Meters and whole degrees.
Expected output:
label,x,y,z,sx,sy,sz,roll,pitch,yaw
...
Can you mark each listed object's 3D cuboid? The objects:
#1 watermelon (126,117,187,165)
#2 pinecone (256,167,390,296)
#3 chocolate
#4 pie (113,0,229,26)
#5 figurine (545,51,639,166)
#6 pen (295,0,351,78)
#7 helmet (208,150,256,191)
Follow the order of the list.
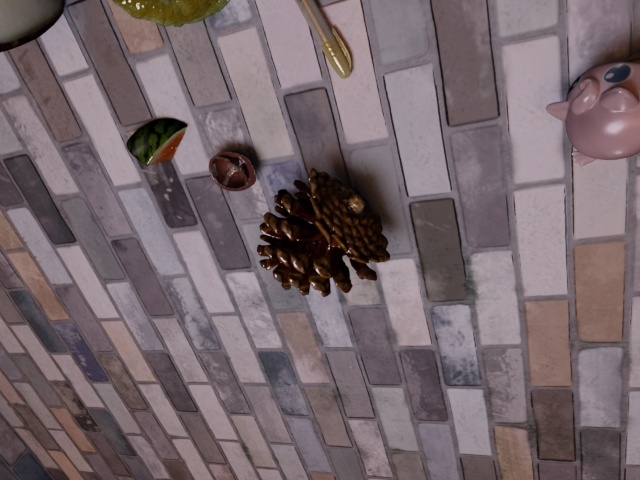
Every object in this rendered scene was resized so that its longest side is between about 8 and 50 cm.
label,x,y,z,sx,sy,sz,roll,pitch,yaw
watermelon,-0.357,-0.213,1.041,0.135,0.125,0.094,24,163,36
pinecone,-0.006,-0.008,0.945,0.264,0.264,0.264,8,123,13
chocolate,-0.602,-0.451,0.870,0.284,0.283,0.186,-11,138,23
pie,-0.243,-0.469,0.750,0.277,0.078,0.277,-15,140,-13
figurine,0.505,-0.196,0.734,0.288,0.176,0.186,16,83,-10
pen,-0.007,-0.391,0.829,0.040,0.032,0.233,-30,109,6
helmet,-0.175,-0.155,1.012,0.111,0.057,0.089,2,118,22
